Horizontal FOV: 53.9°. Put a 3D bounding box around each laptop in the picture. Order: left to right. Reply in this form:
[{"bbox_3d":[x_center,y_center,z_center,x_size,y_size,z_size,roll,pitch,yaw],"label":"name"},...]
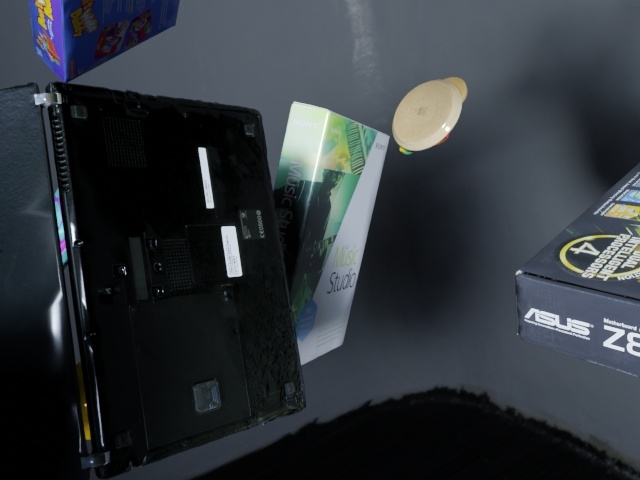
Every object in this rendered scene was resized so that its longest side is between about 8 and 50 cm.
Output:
[{"bbox_3d":[-0.161,0.029,0.425,0.136,0.264,0.234,-13,84,43],"label":"laptop"}]

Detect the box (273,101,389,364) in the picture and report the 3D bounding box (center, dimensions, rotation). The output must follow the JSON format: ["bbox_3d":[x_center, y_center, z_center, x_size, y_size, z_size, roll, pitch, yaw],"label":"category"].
[{"bbox_3d":[0.000,0.000,0.823,0.058,0.232,0.322,14,98,22],"label":"box"}]

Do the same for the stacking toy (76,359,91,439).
[{"bbox_3d":[-0.305,0.195,0.754,0.141,0.330,0.141,178,90,-72],"label":"stacking toy"}]

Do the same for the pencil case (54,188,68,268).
[{"bbox_3d":[-0.337,-0.004,0.811,0.151,0.064,0.070,-54,44,11],"label":"pencil case"}]

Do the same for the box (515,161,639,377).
[{"bbox_3d":[0.444,0.019,0.662,0.318,0.395,0.097,18,127,43],"label":"box"}]

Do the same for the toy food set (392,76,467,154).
[{"bbox_3d":[0.108,-0.127,0.638,0.082,0.020,0.083,-5,66,41],"label":"toy food set"}]

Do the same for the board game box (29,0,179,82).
[{"bbox_3d":[-0.302,-0.405,0.914,0.078,0.233,0.347,47,151,3],"label":"board game box"}]
